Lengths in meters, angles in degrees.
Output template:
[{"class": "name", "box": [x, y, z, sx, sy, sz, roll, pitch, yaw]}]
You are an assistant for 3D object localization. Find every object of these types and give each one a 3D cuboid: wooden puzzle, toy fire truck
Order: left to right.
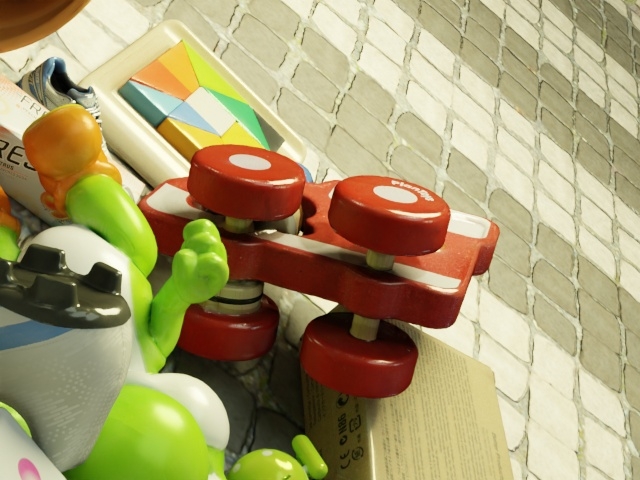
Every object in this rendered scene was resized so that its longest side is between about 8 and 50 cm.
[{"class": "wooden puzzle", "box": [-0.121, -0.121, 1.356, 0.221, 0.044, 0.238, 44, 31, -7]}, {"class": "toy fire truck", "box": [0.000, 0.000, 1.191, 0.302, 0.169, 0.254, 14, 20, 10]}]

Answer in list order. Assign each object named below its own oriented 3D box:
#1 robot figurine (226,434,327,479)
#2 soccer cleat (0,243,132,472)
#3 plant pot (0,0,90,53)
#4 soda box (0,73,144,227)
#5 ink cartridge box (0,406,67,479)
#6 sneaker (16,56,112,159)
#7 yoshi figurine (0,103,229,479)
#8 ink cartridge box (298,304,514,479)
[{"class": "robot figurine", "box": [-0.041, 0.200, 1.041, 0.067, 0.101, 0.115, 59, -7, 13]}, {"class": "soccer cleat", "box": [-0.273, 0.051, 0.860, 0.331, 0.143, 0.116, 18, 12, 25]}, {"class": "plant pot", "box": [-0.300, -0.324, 1.168, 0.291, 0.291, 0.203, 41, 14, -12]}, {"class": "soda box", "box": [-0.245, -0.071, 1.134, 0.183, 0.058, 0.063, 38, 32, -15]}, {"class": "ink cartridge box", "box": [-0.127, 0.305, 0.702, 0.324, 0.071, 0.330, 57, 13, -26]}, {"class": "sneaker", "box": [-0.224, -0.110, 1.203, 0.135, 0.058, 0.052, 54, 31, 8]}, {"class": "yoshi figurine", "box": [-0.164, 0.079, 0.951, 0.203, 0.203, 0.362, -12, 66, -47]}, {"class": "ink cartridge box", "box": [0.082, 0.189, 1.218, 0.193, 0.088, 0.234, 31, 34, -28]}]
